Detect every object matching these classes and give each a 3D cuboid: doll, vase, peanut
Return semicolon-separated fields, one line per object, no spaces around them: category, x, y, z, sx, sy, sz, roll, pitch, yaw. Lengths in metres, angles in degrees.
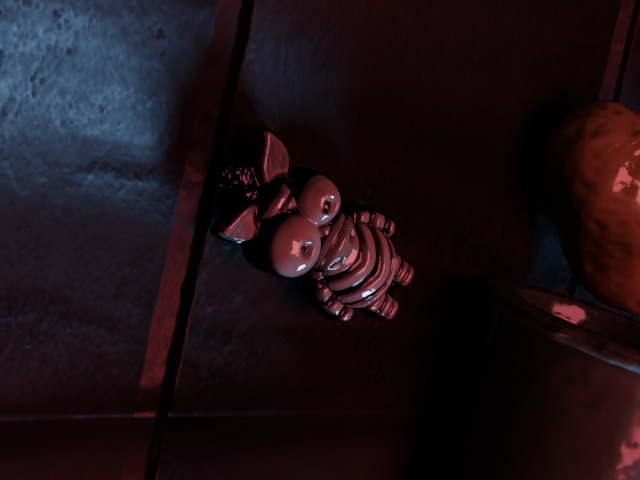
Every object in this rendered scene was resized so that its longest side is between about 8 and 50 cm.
doll;0.000;0.000;1.221;0.219;0.067;0.091;35;80;-47
vase;0.200;0.202;1.413;0.245;0.245;0.291;9;104;-50
peanut;0.273;-0.026;1.477;0.129;0.129;0.224;-49;137;-26
